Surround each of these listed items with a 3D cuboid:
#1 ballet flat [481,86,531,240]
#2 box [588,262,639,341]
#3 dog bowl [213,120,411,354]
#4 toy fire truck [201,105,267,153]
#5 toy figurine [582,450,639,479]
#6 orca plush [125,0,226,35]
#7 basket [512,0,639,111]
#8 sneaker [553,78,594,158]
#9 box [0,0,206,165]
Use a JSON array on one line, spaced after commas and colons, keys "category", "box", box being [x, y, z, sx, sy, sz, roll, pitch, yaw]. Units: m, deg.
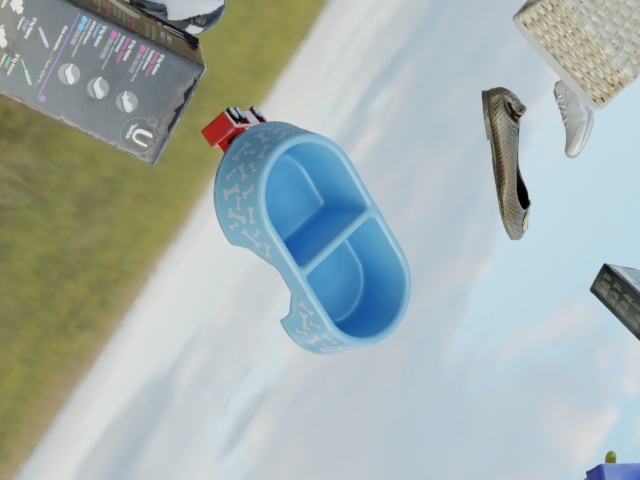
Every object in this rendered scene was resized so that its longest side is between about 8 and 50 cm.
[{"category": "ballet flat", "box": [0.262, -0.102, 2.031, 0.084, 0.058, 0.250, -85, 164, -52]}, {"category": "box", "box": [0.495, 0.116, 2.034, 0.220, 0.175, 0.051, 52, -55, 50]}, {"category": "dog bowl", "box": [0.000, 0.000, 1.716, 0.166, 0.297, 0.074, -42, -156, -27]}, {"category": "toy fire truck", "box": [-0.088, -0.107, 1.946, 0.047, 0.135, 0.192, -39, 173, 17]}, {"category": "toy figurine", "box": [0.316, 0.299, 1.486, 0.217, 0.362, 0.191, -50, -136, 46]}, {"category": "orca plush", "box": [-0.277, -0.303, 2.009, 0.151, 0.287, 0.102, 51, -48, 50]}, {"category": "basket", "box": [0.345, -0.265, 1.876, 0.113, 0.167, 0.103, -45, -175, -25]}, {"category": "sneaker", "box": [0.343, -0.186, 2.042, 0.054, 0.061, 0.152, 134, -33, -80]}, {"category": "box", "box": [-0.291, -0.226, 1.811, 0.143, 0.270, 0.165, -60, -164, 15]}]
